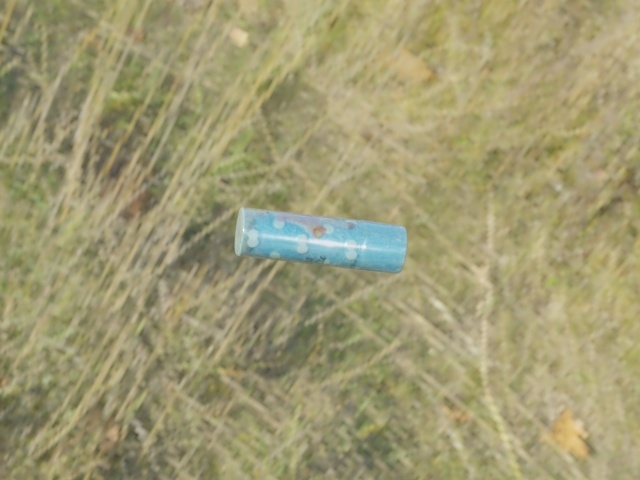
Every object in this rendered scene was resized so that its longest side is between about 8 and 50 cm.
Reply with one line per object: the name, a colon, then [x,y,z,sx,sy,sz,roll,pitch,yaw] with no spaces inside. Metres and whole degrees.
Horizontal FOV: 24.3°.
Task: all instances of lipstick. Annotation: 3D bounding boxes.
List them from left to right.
lipstick: [0.000,0.000,1.397,0.158,0.048,0.048,7,47,-11]
